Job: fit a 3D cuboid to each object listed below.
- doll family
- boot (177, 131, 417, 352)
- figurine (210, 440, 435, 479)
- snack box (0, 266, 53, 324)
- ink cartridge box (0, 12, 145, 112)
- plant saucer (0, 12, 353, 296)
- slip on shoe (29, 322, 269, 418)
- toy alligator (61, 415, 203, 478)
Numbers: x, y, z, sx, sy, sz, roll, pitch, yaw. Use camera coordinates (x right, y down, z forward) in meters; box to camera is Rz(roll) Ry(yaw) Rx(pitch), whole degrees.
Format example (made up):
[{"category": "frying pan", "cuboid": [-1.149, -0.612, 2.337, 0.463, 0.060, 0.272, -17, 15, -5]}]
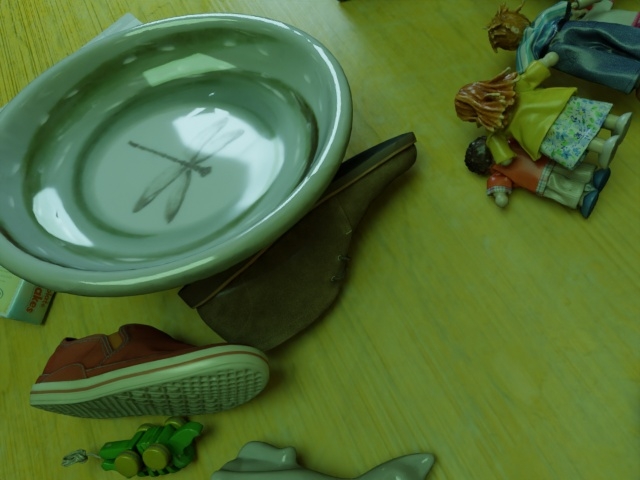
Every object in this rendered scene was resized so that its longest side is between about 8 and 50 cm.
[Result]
[{"category": "doll family", "cuboid": [0.227, -0.161, 0.496, 0.163, 0.118, 0.262, 28, 84, 30]}, {"category": "boot", "cuboid": [0.000, 0.000, 0.568, 0.305, 0.112, 0.115, -40, 98, -3]}, {"category": "figurine", "cuboid": [0.009, 0.292, 0.453, 0.210, 0.092, 0.214, -5, 68, 14]}, {"category": "snack box", "cuboid": [-0.530, 0.011, 0.808, 0.322, 0.060, 0.187, 7, 73, 26]}, {"category": "ink cartridge box", "cuboid": [-0.310, -0.174, 0.741, 0.296, 0.066, 0.261, -43, 60, -11]}, {"category": "plant saucer", "cuboid": [-0.161, -0.097, 0.564, 0.401, 0.100, 0.400, -4, 54, 6]}, {"category": "slip on shoe", "cuboid": [-0.199, 0.138, 0.573, 0.332, 0.123, 0.101, -13, 56, 31]}, {"category": "toy alligator", "cuboid": [-0.206, 0.246, 0.581, 0.190, 0.056, 0.051, -20, 105, 17]}]
